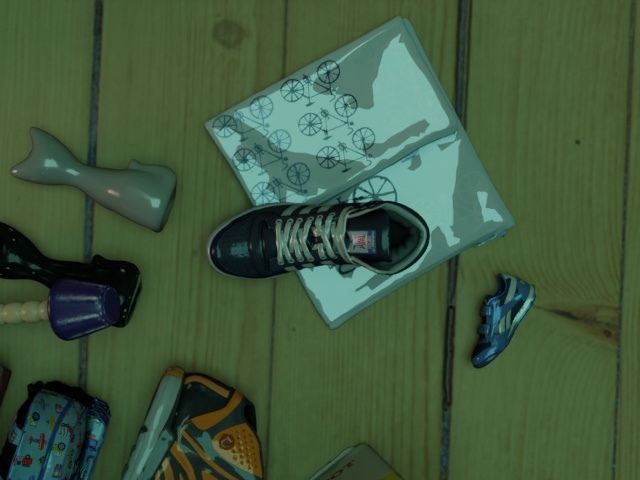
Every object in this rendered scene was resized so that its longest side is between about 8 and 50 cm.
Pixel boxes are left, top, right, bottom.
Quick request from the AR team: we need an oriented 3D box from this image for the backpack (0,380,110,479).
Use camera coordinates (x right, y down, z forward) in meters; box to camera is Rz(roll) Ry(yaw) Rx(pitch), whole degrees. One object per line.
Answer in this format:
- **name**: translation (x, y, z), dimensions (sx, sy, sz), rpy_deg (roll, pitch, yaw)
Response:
- **backpack**: translation (-0.334, 0.262, 1.207), dimensions (0.116, 0.173, 0.158), rpy_deg (19, 86, -8)

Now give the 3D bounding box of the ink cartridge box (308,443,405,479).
- **ink cartridge box**: translation (0.033, 0.422, 1.162), dimensions (0.279, 0.384, 0.160), rpy_deg (-37, 99, -7)

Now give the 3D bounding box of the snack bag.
- **snack bag**: translation (0.060, -0.087, 1.338), dimensions (0.323, 0.037, 0.343), rpy_deg (-29, 95, -8)

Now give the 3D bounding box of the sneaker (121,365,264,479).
- **sneaker**: translation (-0.173, 0.337, 1.258), dimensions (0.180, 0.124, 0.321), rpy_deg (22, 87, -7)

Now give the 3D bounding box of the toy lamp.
- **toy lamp**: translation (-0.379, 0.089, 1.201), dimensions (0.274, 0.080, 0.080), rpy_deg (-4, 91, 16)

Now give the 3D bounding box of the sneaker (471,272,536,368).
- **sneaker**: translation (0.242, 0.110, 1.360), dimensions (0.059, 0.053, 0.144), rpy_deg (34, 77, -8)

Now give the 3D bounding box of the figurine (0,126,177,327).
- **figurine**: translation (-0.313, -0.022, 1.258), dimensions (0.209, 0.092, 0.215), rpy_deg (20, 86, -4)

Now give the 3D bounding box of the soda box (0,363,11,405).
- **soda box**: translation (-0.464, 0.269, 1.196), dimensions (0.083, 0.092, 0.263), rpy_deg (14, 74, -3)

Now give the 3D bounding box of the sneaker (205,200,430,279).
- **sneaker**: translation (0.000, 0.000, 1.234), dimensions (0.282, 0.153, 0.099), rpy_deg (-7, 96, -11)
